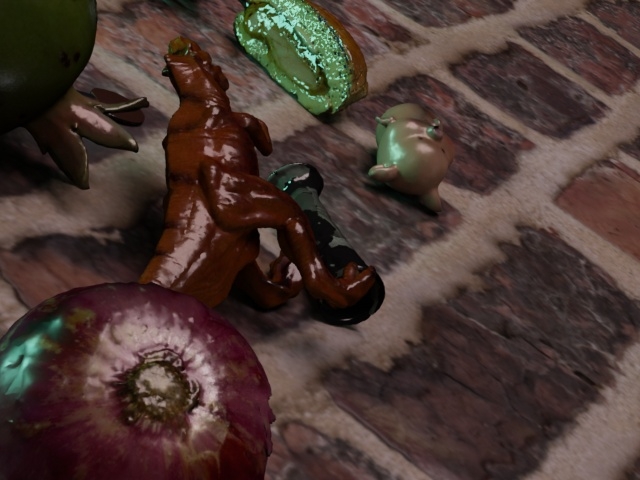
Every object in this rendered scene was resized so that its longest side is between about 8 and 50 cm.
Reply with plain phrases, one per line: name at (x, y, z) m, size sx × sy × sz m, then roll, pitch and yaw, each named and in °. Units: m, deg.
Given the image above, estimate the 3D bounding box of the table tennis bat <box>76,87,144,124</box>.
table tennis bat at (-0.191, -0.121, 1.566) m, size 0.083 × 0.007 × 0.050 m, roll 14°, pitch 29°, yaw -40°

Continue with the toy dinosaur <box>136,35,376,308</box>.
toy dinosaur at (-0.063, 0.000, 1.348) m, size 0.208 × 0.097 × 0.432 m, roll 36°, pitch 31°, yaw -27°

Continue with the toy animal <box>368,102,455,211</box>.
toy animal at (0.092, -0.090, 1.783) m, size 0.083 × 0.089 × 0.150 m, roll 8°, pitch 28°, yaw 1°

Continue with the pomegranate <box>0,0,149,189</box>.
pomegranate at (-0.235, -0.137, 1.359) m, size 0.224 × 0.181 × 0.181 m, roll 49°, pitch 19°, yaw -16°

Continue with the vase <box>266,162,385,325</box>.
vase at (0.000, 0.000, 1.495) m, size 0.059 × 0.059 × 0.167 m, roll 17°, pitch 26°, yaw -31°

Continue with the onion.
onion at (-0.114, 0.109, 1.023) m, size 0.177 × 0.153 × 0.177 m, roll 31°, pitch 36°, yaw -26°

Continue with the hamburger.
hamburger at (-0.003, -0.204, 1.870) m, size 0.176 × 0.087 × 0.102 m, roll 41°, pitch 26°, yaw 27°
